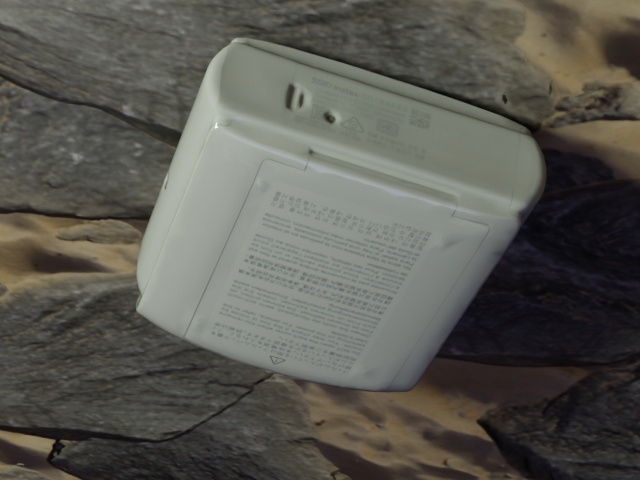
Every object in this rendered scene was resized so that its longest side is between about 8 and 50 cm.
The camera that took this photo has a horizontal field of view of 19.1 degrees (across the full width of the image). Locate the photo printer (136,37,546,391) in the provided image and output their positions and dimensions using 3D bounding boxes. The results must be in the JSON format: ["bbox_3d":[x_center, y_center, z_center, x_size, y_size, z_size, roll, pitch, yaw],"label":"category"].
[{"bbox_3d":[0.000,0.000,1.444,0.256,0.107,0.307,16,143,-7],"label":"photo printer"}]
